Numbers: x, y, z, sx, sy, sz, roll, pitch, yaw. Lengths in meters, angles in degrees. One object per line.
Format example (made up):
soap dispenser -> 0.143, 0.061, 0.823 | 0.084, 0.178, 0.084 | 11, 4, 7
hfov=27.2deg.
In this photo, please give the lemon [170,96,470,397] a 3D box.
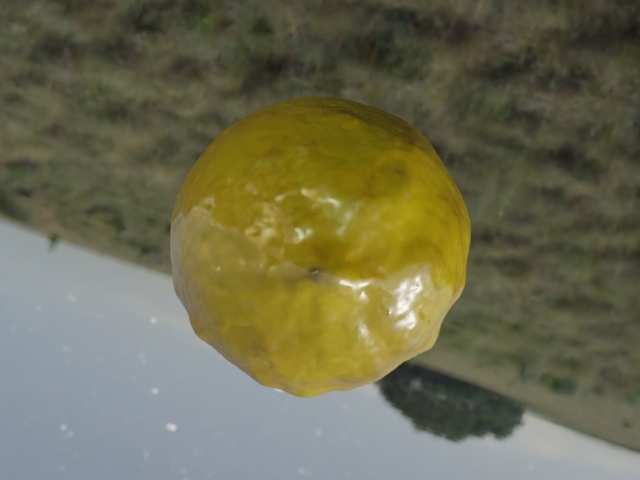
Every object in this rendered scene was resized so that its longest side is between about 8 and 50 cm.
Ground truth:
lemon -> 0.000, 0.000, 0.510 | 0.114, 0.114, 0.155 | 19, -169, -3
